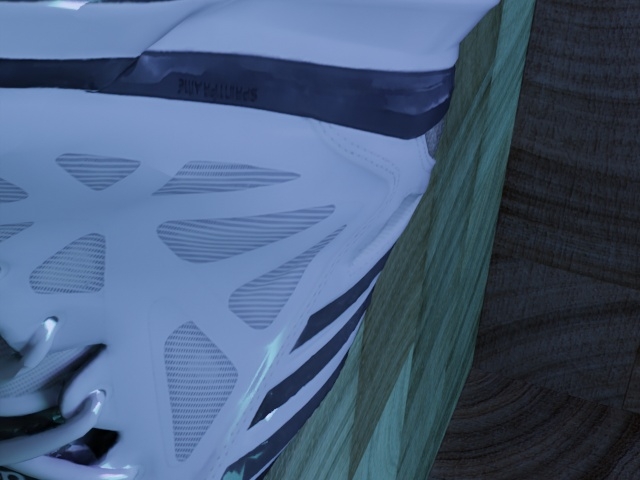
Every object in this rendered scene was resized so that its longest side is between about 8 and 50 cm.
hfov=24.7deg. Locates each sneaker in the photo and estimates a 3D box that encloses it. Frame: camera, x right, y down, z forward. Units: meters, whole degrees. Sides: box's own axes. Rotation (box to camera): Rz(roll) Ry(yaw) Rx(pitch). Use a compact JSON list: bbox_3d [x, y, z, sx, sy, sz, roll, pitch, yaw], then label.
[{"bbox_3d":[-0.107,0.017,0.461,0.447,0.169,0.258,-8,116,-50],"label":"sneaker"}]
